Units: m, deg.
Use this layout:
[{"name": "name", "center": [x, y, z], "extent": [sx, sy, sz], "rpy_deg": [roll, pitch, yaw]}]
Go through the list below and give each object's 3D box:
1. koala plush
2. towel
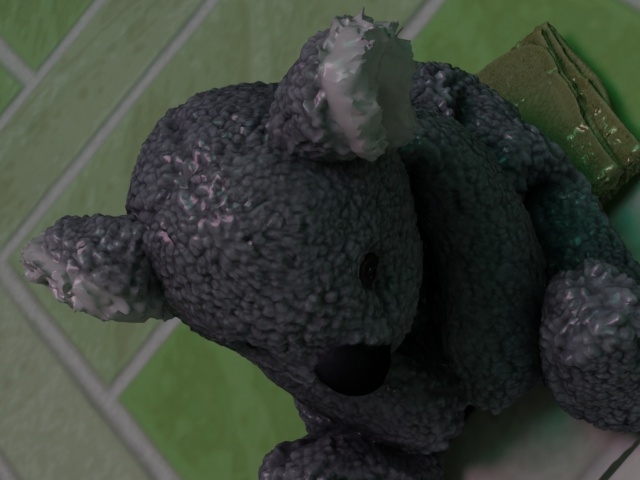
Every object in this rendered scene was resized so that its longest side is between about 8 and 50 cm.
[{"name": "koala plush", "center": [0.000, 0.000, 0.752], "extent": [0.196, 0.221, 0.203], "rpy_deg": [-32, 62, 22]}, {"name": "towel", "center": [0.074, -0.025, 0.879], "extent": [0.148, 0.027, 0.110], "rpy_deg": [-39, 45, 14]}]
